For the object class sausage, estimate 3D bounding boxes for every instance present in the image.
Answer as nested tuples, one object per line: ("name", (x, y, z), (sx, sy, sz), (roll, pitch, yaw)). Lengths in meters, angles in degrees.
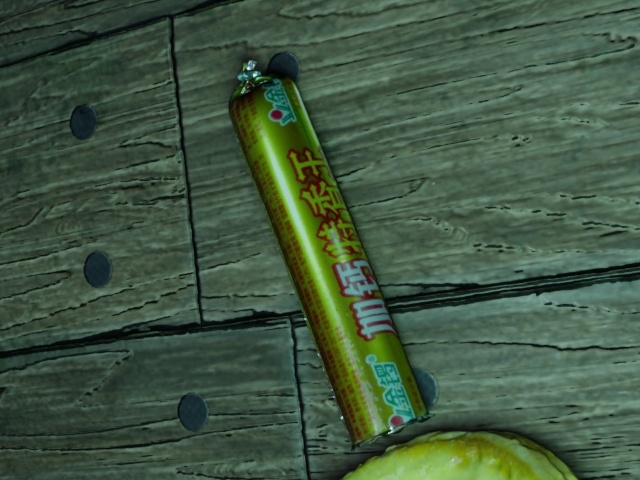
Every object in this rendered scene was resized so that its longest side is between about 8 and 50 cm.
("sausage", (0.000, 0.000, 1.206), (0.082, 0.082, 0.371), (-29, 73, 28))

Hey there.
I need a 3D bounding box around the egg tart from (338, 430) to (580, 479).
("egg tart", (0.088, 0.286, 1.068), (0.315, 0.315, 0.120), (-12, 125, 31))
